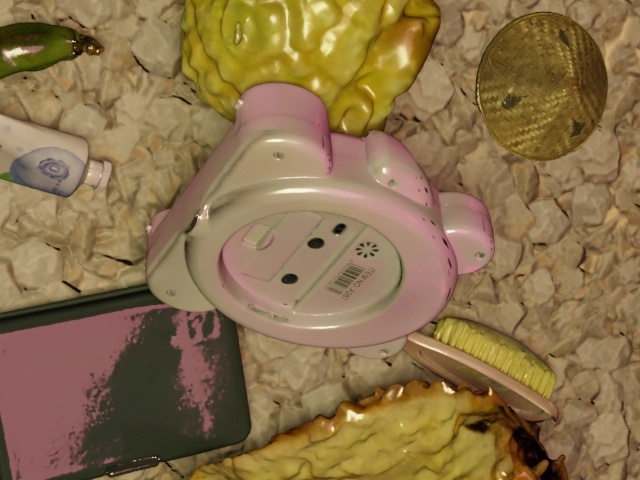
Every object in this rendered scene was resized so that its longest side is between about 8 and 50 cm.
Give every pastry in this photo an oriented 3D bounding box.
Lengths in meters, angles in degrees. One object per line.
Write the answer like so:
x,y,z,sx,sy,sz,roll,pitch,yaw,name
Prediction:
0.051,0.323,1.246,0.405,0.292,0.337,-19,112,-27,pastry

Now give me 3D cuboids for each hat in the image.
0.227,-0.147,1.374,0.146,0.067,0.146,-2,96,-19,hat

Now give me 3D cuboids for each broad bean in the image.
-0.304,-0.135,1.185,0.254,0.046,0.065,-25,71,-24,broad bean

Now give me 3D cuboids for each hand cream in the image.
-0.246,-0.071,1.214,0.142,0.084,0.053,14,52,-26,hand cream

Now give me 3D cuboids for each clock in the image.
0.000,0.000,1.196,0.247,0.090,0.227,22,132,-23,clock

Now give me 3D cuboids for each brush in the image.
0.099,0.085,1.363,0.312,0.072,0.067,29,63,-17,brush

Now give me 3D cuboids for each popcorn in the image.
-0.001,-0.185,1.215,0.237,0.206,0.252,-35,110,-41,popcorn

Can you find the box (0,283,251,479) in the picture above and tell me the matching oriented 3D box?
-0.181,0.124,1.264,0.230,0.050,0.160,-11,99,-19,box
